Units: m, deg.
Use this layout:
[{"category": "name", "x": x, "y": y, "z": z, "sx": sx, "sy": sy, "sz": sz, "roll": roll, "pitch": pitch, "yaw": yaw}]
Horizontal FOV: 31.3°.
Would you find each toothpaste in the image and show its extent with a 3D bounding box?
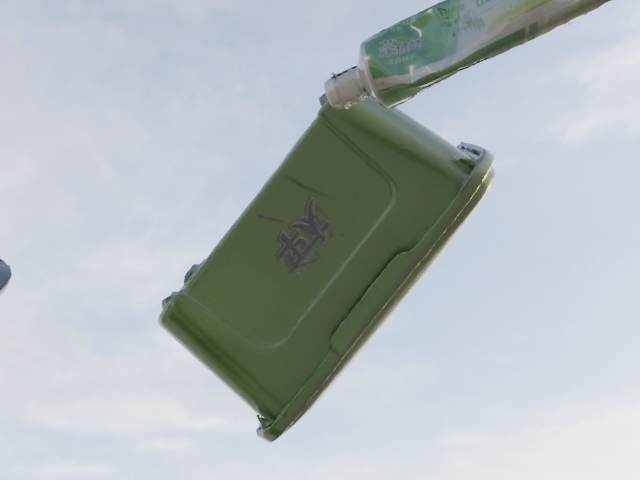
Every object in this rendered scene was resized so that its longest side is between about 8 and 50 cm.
[{"category": "toothpaste", "x": 0.114, "y": -0.139, "z": 0.711, "sx": 0.248, "sy": 0.078, "sz": 0.047, "roll": -23, "pitch": -58, "yaw": 19}]

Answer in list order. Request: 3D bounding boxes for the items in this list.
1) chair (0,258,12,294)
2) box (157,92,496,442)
[{"category": "chair", "x": -0.516, "y": -0.095, "z": 1.238, "sx": 0.227, "sy": 0.226, "sz": 0.401, "roll": -12, "pitch": -67, "yaw": 16}, {"category": "box", "x": 0.000, "y": 0.000, "z": 1.089, "sx": 0.178, "sy": 0.253, "sz": 0.328, "roll": 40, "pitch": -85, "yaw": -2}]
